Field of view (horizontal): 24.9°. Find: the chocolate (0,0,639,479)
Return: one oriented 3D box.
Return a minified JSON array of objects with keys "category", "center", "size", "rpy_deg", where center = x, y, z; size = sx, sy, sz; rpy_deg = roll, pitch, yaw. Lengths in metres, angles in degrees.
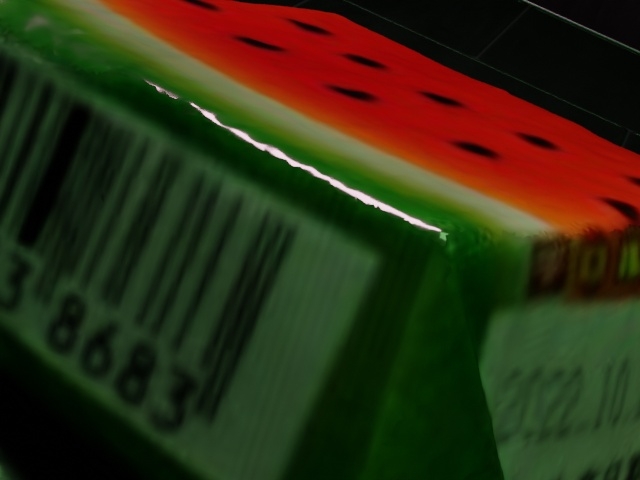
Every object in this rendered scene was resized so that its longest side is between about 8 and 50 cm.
[{"category":"chocolate","center":[0.000,0.000,0.692],"size":[0.360,0.161,0.341],"rpy_deg":[30,21,33]}]

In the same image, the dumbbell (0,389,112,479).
[{"category":"dumbbell","center":[-0.035,0.183,0.711],"size":[0.322,0.204,0.204],"rpy_deg":[15,25,-15]}]
